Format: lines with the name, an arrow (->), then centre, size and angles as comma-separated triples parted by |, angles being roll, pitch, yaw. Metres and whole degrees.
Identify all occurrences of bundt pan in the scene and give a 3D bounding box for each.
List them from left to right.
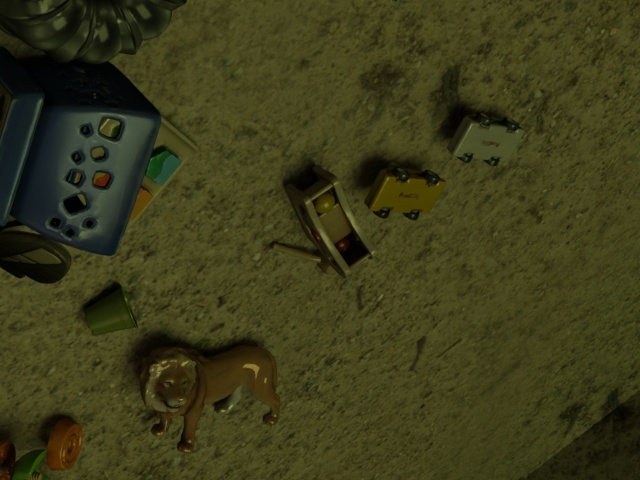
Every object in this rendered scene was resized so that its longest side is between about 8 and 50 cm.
bundt pan -> -0.313, -0.387, 1.616 | 0.331, 0.124, 0.331 | -23, 136, -24

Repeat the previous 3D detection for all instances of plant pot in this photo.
plant pot -> -0.393, -0.139, 1.672 | 0.212, 0.236, 0.236 | 10, 111, -36
plant pot -> -0.376, 0.133, 2.059 | 0.079, 0.083, 0.083 | -22, 137, -7

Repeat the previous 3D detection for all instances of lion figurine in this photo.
lion figurine -> -0.207, 0.279, 2.299 | 0.392, 0.142, 0.240 | -17, 128, -47

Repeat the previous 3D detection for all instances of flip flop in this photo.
flip flop -> -0.450, 0.007, 1.767 | 0.112, 0.277, 0.080 | 40, 71, -21

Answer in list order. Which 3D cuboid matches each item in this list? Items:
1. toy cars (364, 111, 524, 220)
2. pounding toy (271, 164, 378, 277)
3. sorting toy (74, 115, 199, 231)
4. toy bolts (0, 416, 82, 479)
toy cars -> 0.235, -0.161, 2.298 | 0.394, 0.087, 0.176 | -33, 144, -17
pounding toy -> 0.000, 0.000, 2.185 | 0.155, 0.154, 0.269 | -35, 139, -10
sorting toy -> -0.319, -0.119, 1.909 | 0.208, 0.038, 0.193 | -46, 140, 3
toy bolts -> -0.561, 0.442, 2.166 | 0.218, 0.158, 0.228 | -57, 153, -58
